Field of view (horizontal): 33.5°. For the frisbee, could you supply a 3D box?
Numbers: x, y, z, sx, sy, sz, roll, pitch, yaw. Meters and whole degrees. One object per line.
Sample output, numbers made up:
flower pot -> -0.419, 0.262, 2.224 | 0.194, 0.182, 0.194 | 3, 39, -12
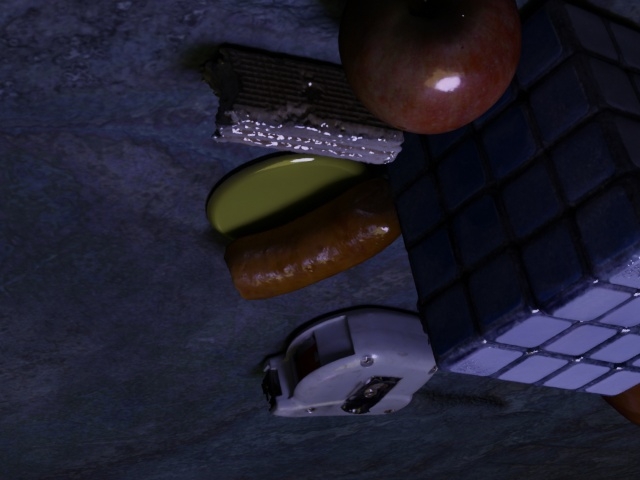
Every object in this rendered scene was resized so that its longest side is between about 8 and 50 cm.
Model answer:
frisbee -> -0.040, -0.052, 1.466 | 0.236, 0.017, 0.236 | -10, 151, -6

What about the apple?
apple -> 0.112, -0.204, 1.098 | 0.188, 0.188, 0.174 | -11, 160, -3

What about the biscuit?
biscuit -> -0.018, -0.151, 1.211 | 0.239, 0.108, 0.062 | 5, 144, -28

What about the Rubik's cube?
Rubik's cube -> 0.329, -0.033, 1.312 | 0.344, 0.344, 0.337 | 10, 144, -37

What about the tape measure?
tape measure -> 0.060, 0.225, 1.871 | 0.258, 0.130, 0.265 | 6, 145, -25

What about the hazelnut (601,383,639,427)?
hazelnut -> 0.593, 0.152, 1.709 | 0.402, 0.402, 0.429 | -26, 159, 22

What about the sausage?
sausage -> 0.001, 0.002, 1.455 | 0.271, 0.108, 0.109 | -25, 148, 21
